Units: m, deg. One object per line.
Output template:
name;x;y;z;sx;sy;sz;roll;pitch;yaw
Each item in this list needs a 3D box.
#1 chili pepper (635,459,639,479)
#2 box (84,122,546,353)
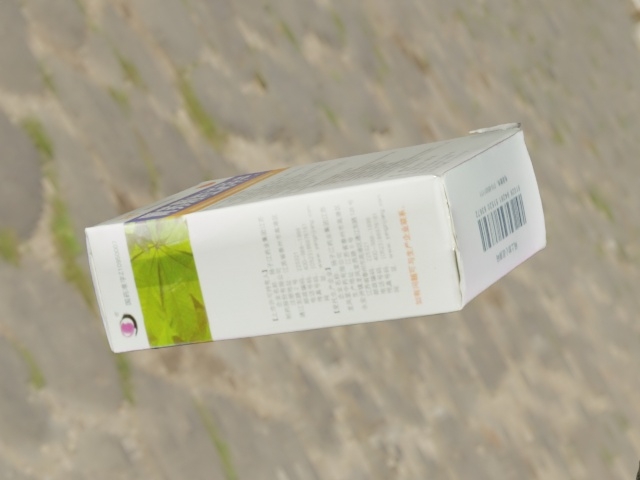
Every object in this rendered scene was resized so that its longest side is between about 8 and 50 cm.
chili pepper;0.348;0.203;1.450;0.059;0.227;0.088;99;-10;-58
box;0.000;0.000;1.511;0.200;0.299;0.106;-28;106;-63
